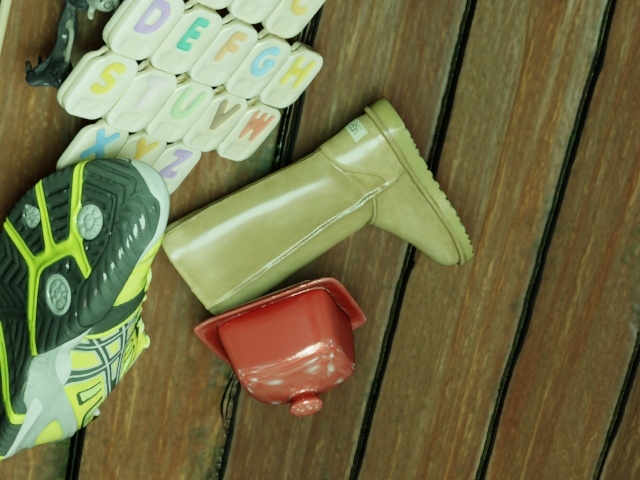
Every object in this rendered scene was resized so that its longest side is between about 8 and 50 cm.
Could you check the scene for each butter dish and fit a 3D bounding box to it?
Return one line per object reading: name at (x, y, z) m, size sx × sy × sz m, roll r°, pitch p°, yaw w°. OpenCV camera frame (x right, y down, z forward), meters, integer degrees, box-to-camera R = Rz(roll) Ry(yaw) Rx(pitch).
butter dish at (-0.028, 0.124, 1.560) m, size 0.159 × 0.118 × 0.160 m, roll -21°, pitch 154°, yaw 7°

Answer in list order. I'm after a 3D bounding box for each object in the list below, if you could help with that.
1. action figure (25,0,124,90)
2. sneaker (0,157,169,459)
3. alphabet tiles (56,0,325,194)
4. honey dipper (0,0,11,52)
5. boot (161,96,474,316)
action figure at (-0.179, -0.253, 1.341) m, size 0.164 × 0.141 × 0.276 m, roll 2°, pitch 131°, yaw -37°
sneaker at (-0.231, 0.058, 1.458) m, size 0.147 × 0.145 × 0.385 m, roll -9°, pitch 146°, yaw -43°
alphabet tiles at (-0.113, -0.149, 1.407) m, size 0.278 × 0.021 × 0.284 m, roll -50°, pitch 151°, yaw 17°
honey dipper at (-0.290, -0.208, 1.395) m, size 0.030 × 0.030 × 0.161 m, roll 6°, pitch 114°, yaw -23°
boot at (0.000, 0.000, 1.581) m, size 0.269 × 0.089 × 0.236 m, roll -33°, pitch 123°, yaw 1°
